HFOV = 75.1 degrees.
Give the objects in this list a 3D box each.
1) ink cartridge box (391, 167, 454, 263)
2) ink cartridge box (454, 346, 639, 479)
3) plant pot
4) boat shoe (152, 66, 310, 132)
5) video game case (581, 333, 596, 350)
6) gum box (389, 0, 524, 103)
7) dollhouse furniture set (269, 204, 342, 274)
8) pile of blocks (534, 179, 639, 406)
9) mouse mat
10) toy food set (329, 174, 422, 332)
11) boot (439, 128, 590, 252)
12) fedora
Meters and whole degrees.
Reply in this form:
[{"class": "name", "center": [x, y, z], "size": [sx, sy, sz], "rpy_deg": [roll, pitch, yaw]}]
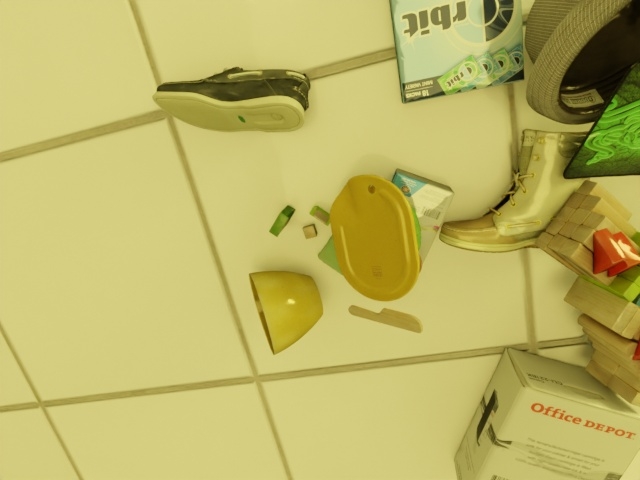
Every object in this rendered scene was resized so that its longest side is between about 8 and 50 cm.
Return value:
[{"class": "ink cartridge box", "center": [0.133, -0.034, 0.627], "size": [0.088, 0.052, 0.123], "rpy_deg": [20, 110, 2]}, {"class": "ink cartridge box", "center": [0.368, 0.339, 0.694], "size": [0.196, 0.114, 0.273], "rpy_deg": [15, 112, 3]}, {"class": "plant pot", "center": [-0.051, 0.104, 0.673], "size": [0.095, 0.134, 0.135], "rpy_deg": [-17, 108, -14]}, {"class": "boat shoe", "center": [-0.128, -0.208, 0.602], "size": [0.232, 0.084, 0.079], "rpy_deg": [5, 72, 13]}, {"class": "video game case", "center": [0.499, 0.167, 0.669], "size": [0.122, 0.011, 0.087], "rpy_deg": [40, 109, -7]}, {"class": "gum box", "center": [0.172, -0.287, 0.537], "size": [0.156, 0.041, 0.185], "rpy_deg": [-8, 109, 10]}, {"class": "dollhouse furniture set", "center": [0.000, 0.000, 0.655], "size": [0.151, 0.059, 0.076], "rpy_deg": [33, 111, -4]}, {"class": "pile of blocks", "center": [0.429, 0.091, 0.560], "size": [0.148, 0.113, 0.362], "rpy_deg": [-33, 113, 0]}, {"class": "mouse mat", "center": [0.404, -0.141, 0.508], "size": [0.189, 0.007, 0.153], "rpy_deg": [-5, 134, -17]}, {"class": "toy food set", "center": [0.090, 0.010, 0.592], "size": [0.128, 0.071, 0.218], "rpy_deg": [1, 108, 36]}, {"class": "boot", "center": [0.273, -0.071, 0.581], "size": [0.212, 0.077, 0.165], "rpy_deg": [-4, 110, 2]}, {"class": "fedora", "center": [0.344, -0.257, 0.452], "size": [0.275, 0.243, 0.125], "rpy_deg": [-34, 58, 29]}]
